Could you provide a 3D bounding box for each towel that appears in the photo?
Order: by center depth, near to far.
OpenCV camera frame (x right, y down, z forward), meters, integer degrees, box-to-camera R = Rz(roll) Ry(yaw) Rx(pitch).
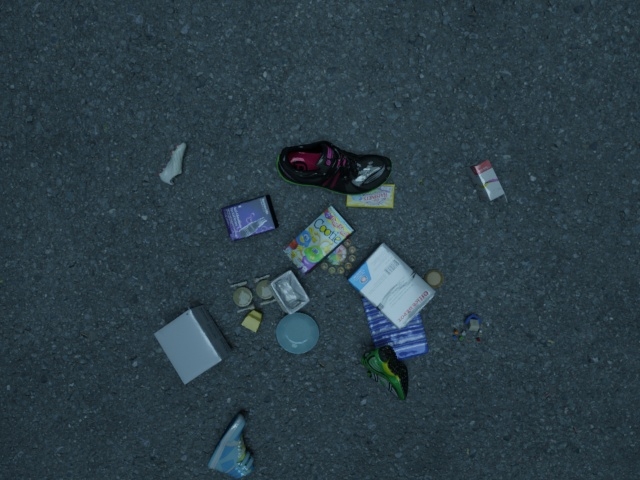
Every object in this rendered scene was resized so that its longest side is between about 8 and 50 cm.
[{"bbox_3d":[0.339,0.383,1.912,0.243,0.040,0.336,-15,98,3],"label":"towel"}]

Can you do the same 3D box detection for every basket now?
[{"bbox_3d":[-0.145,0.225,1.856,0.113,0.103,0.167,-34,98,-20],"label":"basket"}]

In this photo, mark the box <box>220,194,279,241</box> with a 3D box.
[{"bbox_3d":[-0.301,-0.098,1.823,0.207,0.108,0.153,-17,97,5],"label":"box"}]

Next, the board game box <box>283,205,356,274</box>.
[{"bbox_3d":[0.000,0.000,1.800,0.275,0.144,0.142,-43,84,7],"label":"board game box"}]

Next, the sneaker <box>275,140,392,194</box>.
[{"bbox_3d":[0.055,-0.296,1.723,0.482,0.202,0.185,2,80,1],"label":"sneaker"}]

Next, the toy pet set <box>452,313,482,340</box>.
[{"bbox_3d":[0.667,0.389,1.904,0.122,0.065,0.114,7,134,4],"label":"toy pet set"}]

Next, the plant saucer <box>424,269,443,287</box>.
[{"bbox_3d":[0.505,0.170,1.886,0.083,0.015,0.083,0,99,2],"label":"plant saucer"}]

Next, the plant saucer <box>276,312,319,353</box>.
[{"bbox_3d":[-0.103,0.417,1.931,0.195,0.037,0.195,0,99,1],"label":"plant saucer"}]

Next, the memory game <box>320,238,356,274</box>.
[{"bbox_3d":[0.070,0.064,1.885,0.186,0.012,0.186,0,98,2],"label":"memory game"}]

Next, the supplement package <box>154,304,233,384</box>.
[{"bbox_3d":[-0.558,0.455,1.873,0.204,0.145,0.262,-34,84,6],"label":"supplement package"}]

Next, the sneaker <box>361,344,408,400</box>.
[{"bbox_3d":[0.294,0.587,1.881,0.146,0.134,0.343,-14,123,29],"label":"sneaker"}]

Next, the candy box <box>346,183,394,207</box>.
[{"bbox_3d":[0.216,-0.196,1.833,0.205,0.027,0.105,2,101,2],"label":"candy box"}]

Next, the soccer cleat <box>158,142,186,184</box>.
[{"bbox_3d":[-0.619,-0.330,1.823,0.076,0.068,0.196,35,105,-8],"label":"soccer cleat"}]

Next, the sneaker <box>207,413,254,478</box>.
[{"bbox_3d":[-0.374,0.971,1.983,0.208,0.127,0.319,29,108,-1],"label":"sneaker"}]

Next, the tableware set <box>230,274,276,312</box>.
[{"bbox_3d":[-0.297,0.238,1.911,0.194,0.039,0.128,-17,86,-2],"label":"tableware set"}]

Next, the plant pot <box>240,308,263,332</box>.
[{"bbox_3d":[-0.300,0.353,1.910,0.081,0.081,0.083,29,88,-3],"label":"plant pot"}]

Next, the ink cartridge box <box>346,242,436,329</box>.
[{"bbox_3d":[0.298,0.191,1.818,0.307,0.129,0.223,43,91,1],"label":"ink cartridge box"}]

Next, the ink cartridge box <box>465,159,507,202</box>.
[{"bbox_3d":[0.693,-0.234,1.767,0.067,0.115,0.198,-28,96,5],"label":"ink cartridge box"}]
